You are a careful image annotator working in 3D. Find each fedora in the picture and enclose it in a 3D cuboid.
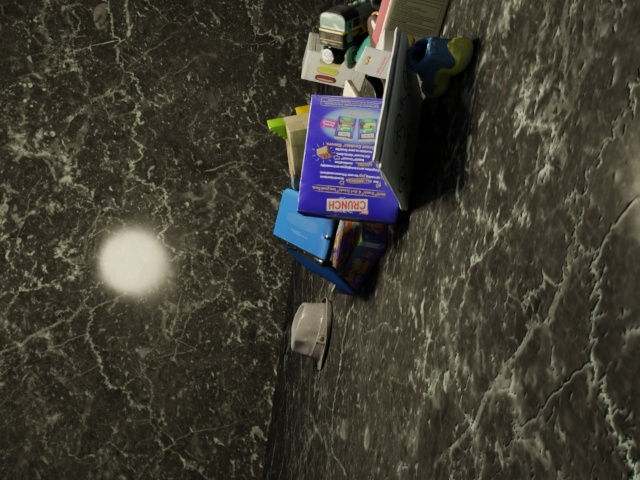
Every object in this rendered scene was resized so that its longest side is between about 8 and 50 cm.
[{"bbox_3d":[-0.042,0.343,2.423,0.244,0.124,0.276,-101,23,-66],"label":"fedora"}]

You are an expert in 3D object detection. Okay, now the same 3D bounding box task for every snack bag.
[{"bbox_3d":[0.188,-0.267,1.504,0.342,0.037,0.323,39,-122,-69],"label":"snack bag"}]

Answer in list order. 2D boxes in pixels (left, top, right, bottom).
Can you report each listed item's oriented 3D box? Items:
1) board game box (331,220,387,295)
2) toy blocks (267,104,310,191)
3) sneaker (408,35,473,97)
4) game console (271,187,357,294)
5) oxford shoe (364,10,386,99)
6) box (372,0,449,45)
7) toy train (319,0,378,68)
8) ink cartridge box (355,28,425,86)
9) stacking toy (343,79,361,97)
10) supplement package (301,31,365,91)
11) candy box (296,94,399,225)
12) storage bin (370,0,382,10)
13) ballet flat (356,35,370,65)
[{"bbox_3d":[0.117,-0.011,1.971,0.347,0.078,0.234,114,162,-57],"label":"board game box"},{"bbox_3d":[0.049,-0.261,1.945,0.191,0.381,0.261,-112,12,-51],"label":"toy blocks"},{"bbox_3d":[0.246,-0.401,1.451,0.240,0.126,0.091,135,144,-73],"label":"sneaker"},{"bbox_3d":[0.000,0.000,1.938,0.293,0.173,0.250,25,103,51],"label":"game console"},{"bbox_3d":[0.170,-0.503,1.796,0.097,0.098,0.272,-7,100,68],"label":"oxford shoe"},{"bbox_3d":[0.237,-0.604,1.647,0.127,0.148,0.233,-96,19,-61],"label":"box"},{"bbox_3d":[0.115,-0.702,2.148,0.334,0.142,0.190,-39,-38,-41],"label":"toy train"},{"bbox_3d":[0.195,-0.453,1.591,0.115,0.198,0.067,124,154,-68],"label":"ink cartridge box"},{"bbox_3d":[0.063,-0.347,2.110,0.309,0.130,0.280,57,141,28],"label":"stacking toy"},{"bbox_3d":[0.058,-0.705,2.539,0.139,0.243,0.134,110,167,-48],"label":"supplement package"},{"bbox_3d":[0.092,-0.209,1.702,0.122,0.267,0.318,30,-112,-77],"label":"candy box"},{"bbox_3d":[0.238,-0.817,2.086,0.091,0.098,0.135,-51,-13,-41],"label":"storage bin"},{"bbox_3d":[0.210,-0.614,1.941,0.348,0.123,0.123,144,135,-72],"label":"ballet flat"}]
